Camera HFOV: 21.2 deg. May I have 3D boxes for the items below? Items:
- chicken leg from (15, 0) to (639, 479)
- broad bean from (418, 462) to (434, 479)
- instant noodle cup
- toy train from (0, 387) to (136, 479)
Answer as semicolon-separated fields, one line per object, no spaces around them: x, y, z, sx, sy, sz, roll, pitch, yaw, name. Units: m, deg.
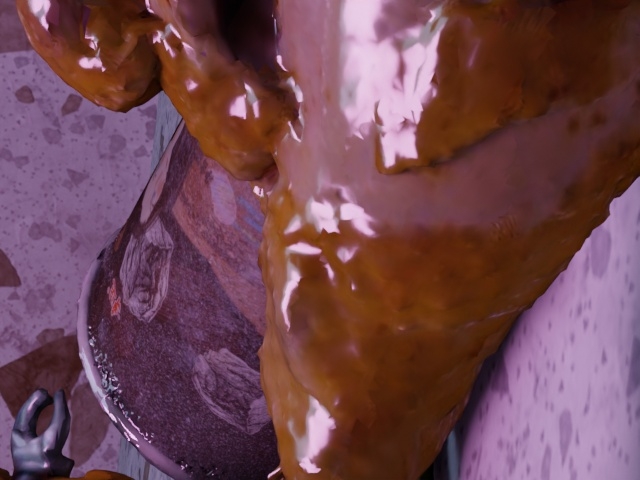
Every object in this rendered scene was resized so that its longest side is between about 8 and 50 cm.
-0.001;-0.043;0.623;0.182;0.295;0.409;-45;-30;-73;chicken leg
0.045;0.109;1.003;0.227;0.039;0.069;-95;22;-46;broad bean
0.000;0.000;0.880;0.207;0.217;0.217;117;157;-47;instant noodle cup
-0.147;0.294;0.862;0.178;0.249;0.429;-3;71;41;toy train
